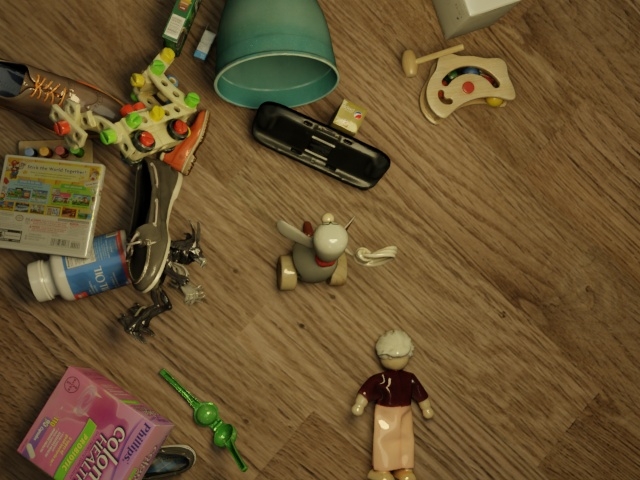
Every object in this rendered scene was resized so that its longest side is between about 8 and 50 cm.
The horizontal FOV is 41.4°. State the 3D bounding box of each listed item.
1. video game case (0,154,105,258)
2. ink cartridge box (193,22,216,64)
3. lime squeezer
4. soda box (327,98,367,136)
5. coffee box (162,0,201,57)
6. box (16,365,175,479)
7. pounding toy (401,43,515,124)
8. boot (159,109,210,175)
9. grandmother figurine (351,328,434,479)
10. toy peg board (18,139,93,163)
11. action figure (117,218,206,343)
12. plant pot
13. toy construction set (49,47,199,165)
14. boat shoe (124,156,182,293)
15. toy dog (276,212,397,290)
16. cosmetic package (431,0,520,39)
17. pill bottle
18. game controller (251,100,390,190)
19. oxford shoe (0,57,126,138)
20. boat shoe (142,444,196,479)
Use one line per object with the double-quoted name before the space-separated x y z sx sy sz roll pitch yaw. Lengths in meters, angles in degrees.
"video game case" -0.587 -0.074 1.817 0.227 0.026 0.206 6 81 9
"ink cartridge box" -0.260 -0.449 1.932 0.028 0.048 0.083 24 87 -6
"lime squeezer" -0.252 0.411 1.901 0.310 0.110 0.059 44 102 26
"soda box" 0.053 -0.263 1.900 0.058 0.181 0.061 26 85 -5
"coffee box" -0.302 -0.513 1.892 0.041 0.113 0.184 21 82 -5
"box" -0.482 0.425 1.822 0.243 0.117 0.213 30 86 15
"pounding toy" 0.319 -0.354 1.946 0.270 0.155 0.154 3 84 -7
"boot" -0.306 -0.235 1.922 0.085 0.059 0.157 25 87 -1
"grandmother figurine" 0.163 0.377 1.952 0.208 0.104 0.342 6 85 -34
"toy peg board" -0.589 -0.146 1.874 0.161 0.079 0.161 -2 89 -7
"action figure" -0.319 0.095 1.868 0.141 0.164 0.275 36 95 7
"plant pot" -0.106 -0.458 1.857 0.272 0.271 0.255 -4 75 -7
"toy construction set" -0.397 -0.274 1.800 0.328 0.151 0.215 -32 87 -35
"boat shoe" -0.377 -0.039 1.812 0.096 0.112 0.335 32 44 -31
"toy dog" 0.000 0.000 1.851 0.220 0.334 0.160 3 71 -31
"cosmetic package" 0.332 -0.602 1.917 0.138 0.225 0.224 -19 91 -4
"pill bottle" -0.518 0.063 1.857 0.222 0.124 0.124 -17 91 -6
"game controller" -0.001 -0.211 1.902 0.319 0.166 0.067 24 59 -6
"oxford shoe" -0.599 -0.309 1.845 0.364 0.133 0.129 14 87 -10
"boat shoe" -0.394 0.504 1.889 0.229 0.076 0.080 -2 89 -7
